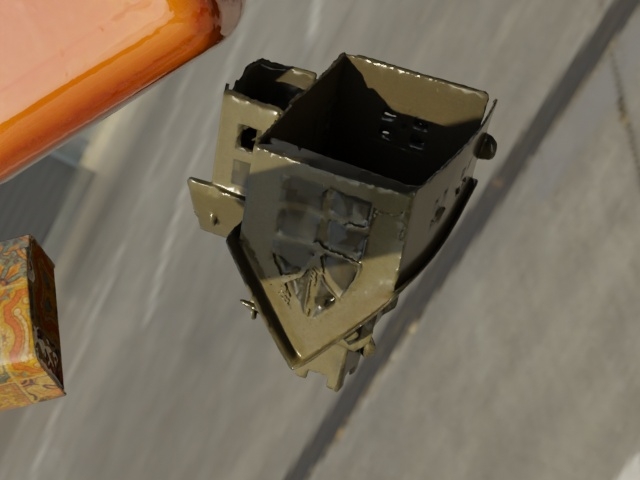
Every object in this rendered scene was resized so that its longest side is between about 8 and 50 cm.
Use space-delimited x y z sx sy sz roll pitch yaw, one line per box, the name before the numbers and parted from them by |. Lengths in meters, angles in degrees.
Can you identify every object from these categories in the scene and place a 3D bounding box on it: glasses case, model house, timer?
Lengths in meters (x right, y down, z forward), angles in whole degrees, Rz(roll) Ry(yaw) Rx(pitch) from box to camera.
glasses case | -0.234 0.058 0.748 0.049 0.218 0.075 69 -171 -60
model house | 0.000 0.000 1.234 0.211 0.204 0.243 -50 -25 -54
timer | -0.183 -0.162 1.153 0.257 0.161 0.250 -31 4 9
